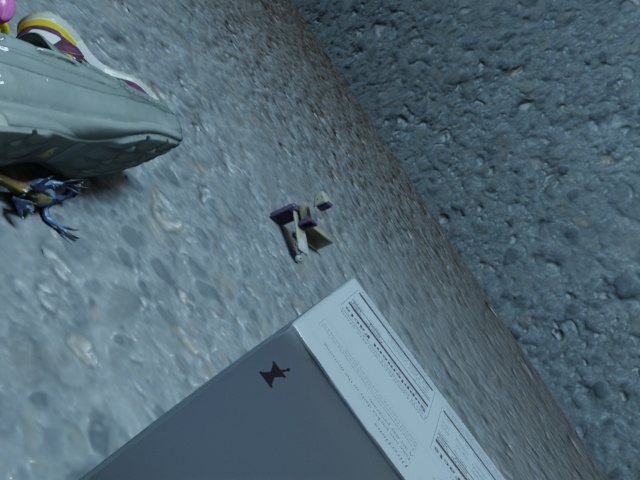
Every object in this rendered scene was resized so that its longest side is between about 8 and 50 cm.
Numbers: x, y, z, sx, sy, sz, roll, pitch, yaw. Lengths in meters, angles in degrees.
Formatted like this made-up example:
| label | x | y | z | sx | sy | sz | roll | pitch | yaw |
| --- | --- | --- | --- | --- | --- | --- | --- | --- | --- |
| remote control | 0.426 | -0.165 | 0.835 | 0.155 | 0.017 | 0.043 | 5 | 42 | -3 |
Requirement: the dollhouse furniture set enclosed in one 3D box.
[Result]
| label | x | y | z | sx | sy | sz | roll | pitch | yaw |
| --- | --- | --- | --- | --- | --- | --- | --- | --- | --- |
| dollhouse furniture set | 0.000 | 0.000 | 1.115 | 0.114 | 0.091 | 0.081 | 37 | 37 | -53 |

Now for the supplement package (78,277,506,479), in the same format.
| label | x | y | z | sx | sy | sz | roll | pitch | yaw |
| --- | --- | --- | --- | --- | --- | --- | --- | --- | --- |
| supplement package | 0.004 | 0.191 | 0.429 | 0.262 | 0.204 | 0.145 | 53 | 14 | 4 |

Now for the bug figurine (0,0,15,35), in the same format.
| label | x | y | z | sx | sy | sz | roll | pitch | yaw |
| --- | --- | --- | --- | --- | --- | --- | --- | --- | --- |
| bug figurine | -0.361 | -0.282 | 0.691 | 0.216 | 0.072 | 0.279 | 59 | 16 | 23 |

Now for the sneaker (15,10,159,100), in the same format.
| label | x | y | z | sx | sy | sz | roll | pitch | yaw |
| --- | --- | --- | --- | --- | --- | --- | --- | --- | --- |
| sneaker | -0.230 | -0.140 | 0.785 | 0.185 | 0.069 | 0.084 | 37 | 38 | -44 |

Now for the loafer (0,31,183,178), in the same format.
| label | x | y | z | sx | sy | sz | roll | pitch | yaw |
| --- | --- | --- | --- | --- | --- | --- | --- | --- | --- |
| loafer | -0.219 | -0.116 | 0.643 | 0.111 | 0.112 | 0.319 | 70 | 18 | 6 |

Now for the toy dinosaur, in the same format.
| label | x | y | z | sx | sy | sz | roll | pitch | yaw |
| --- | --- | --- | --- | --- | --- | --- | --- | --- | --- |
| toy dinosaur | -0.220 | -0.042 | 0.626 | 0.090 | 0.047 | 0.082 | 36 | 1 | -16 |
